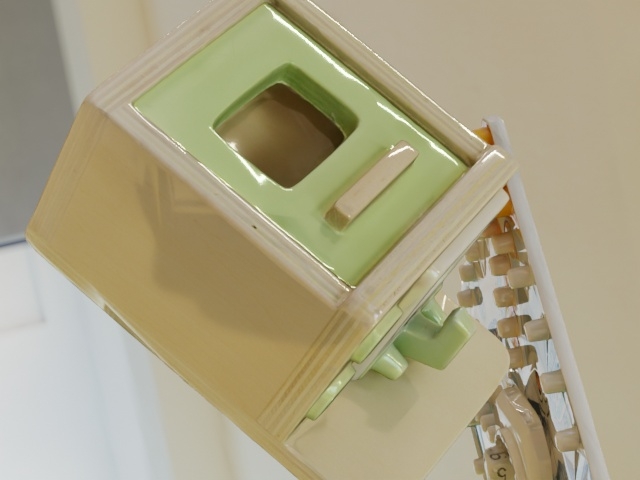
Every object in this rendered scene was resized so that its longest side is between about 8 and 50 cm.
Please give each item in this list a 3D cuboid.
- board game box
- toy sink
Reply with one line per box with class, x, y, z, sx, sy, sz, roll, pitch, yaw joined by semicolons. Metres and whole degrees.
board game box;0.135;0.174;1.195;0.390;0.050;0.390;89;-10;-61
toy sink;0.000;0.000;0.839;0.234;0.153;0.131;41;-41;6
